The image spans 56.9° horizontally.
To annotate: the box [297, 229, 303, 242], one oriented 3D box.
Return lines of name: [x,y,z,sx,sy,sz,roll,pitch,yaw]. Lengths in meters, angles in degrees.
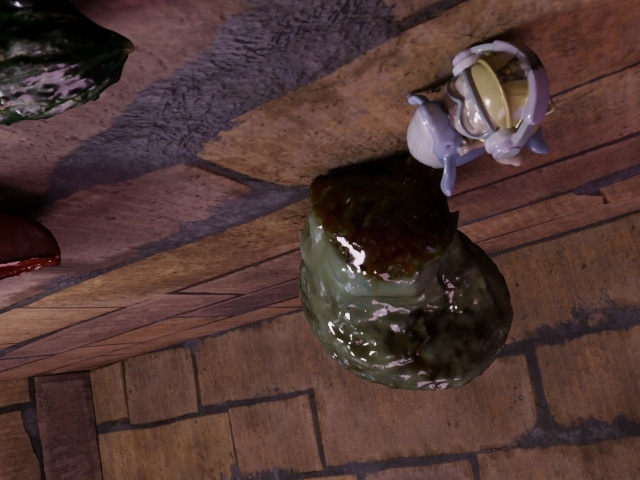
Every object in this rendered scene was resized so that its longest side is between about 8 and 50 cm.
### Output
box: [0.000,0.000,1.190,0.083,0.053,0.024,-8,167,-14]

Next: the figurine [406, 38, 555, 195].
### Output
figurine: [0.178,-0.135,0.637,0.209,0.128,0.184,-14,168,-36]

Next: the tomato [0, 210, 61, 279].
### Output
tomato: [-0.433,0.007,0.707,0.228,0.101,0.228,-13,176,-1]

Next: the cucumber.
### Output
cucumber: [-0.301,-0.098,0.396,0.360,0.096,0.096,-16,167,4]

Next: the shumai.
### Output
shumai: [0.110,0.018,0.929,0.324,0.397,0.323,-30,138,-9]
